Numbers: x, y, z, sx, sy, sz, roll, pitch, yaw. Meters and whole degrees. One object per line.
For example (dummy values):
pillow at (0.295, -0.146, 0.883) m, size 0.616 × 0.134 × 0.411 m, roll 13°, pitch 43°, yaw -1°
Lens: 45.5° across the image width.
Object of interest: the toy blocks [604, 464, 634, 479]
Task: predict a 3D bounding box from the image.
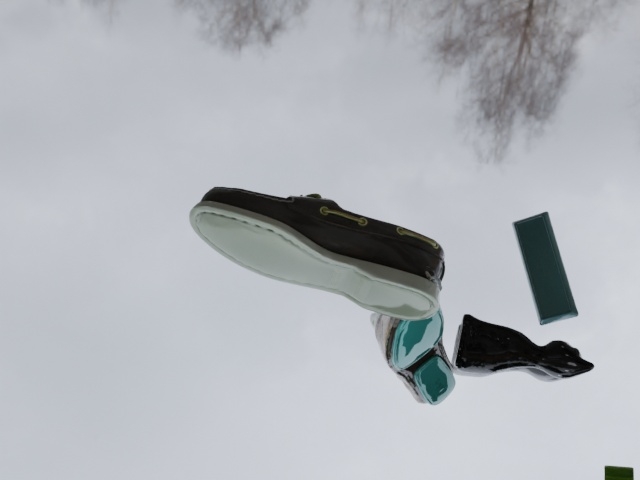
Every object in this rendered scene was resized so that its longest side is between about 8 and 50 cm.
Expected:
toy blocks at (0.498, 0.503, 1.198) m, size 0.382 × 0.190 × 0.261 m, roll -1°, pitch -171°, yaw 22°

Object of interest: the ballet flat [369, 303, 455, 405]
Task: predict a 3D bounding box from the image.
ballet flat at (0.126, 0.148, 1.137) m, size 0.108 × 0.316 × 0.106 m, roll -35°, pitch -127°, yaw -12°

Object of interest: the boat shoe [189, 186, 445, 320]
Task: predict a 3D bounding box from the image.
boat shoe at (0.000, 0.000, 0.670) m, size 0.228 × 0.081 × 0.068 m, roll 21°, pitch -123°, yaw -6°

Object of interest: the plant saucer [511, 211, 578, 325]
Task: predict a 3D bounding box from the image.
plant saucer at (0.383, 0.046, 1.309) m, size 0.067 × 0.191 × 0.018 m, roll -19°, pitch 159°, yaw 23°

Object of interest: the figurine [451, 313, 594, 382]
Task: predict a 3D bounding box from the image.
figurine at (0.332, 0.198, 1.285) m, size 0.210 × 0.092 × 0.215 m, roll 11°, pitch 169°, yaw 9°
